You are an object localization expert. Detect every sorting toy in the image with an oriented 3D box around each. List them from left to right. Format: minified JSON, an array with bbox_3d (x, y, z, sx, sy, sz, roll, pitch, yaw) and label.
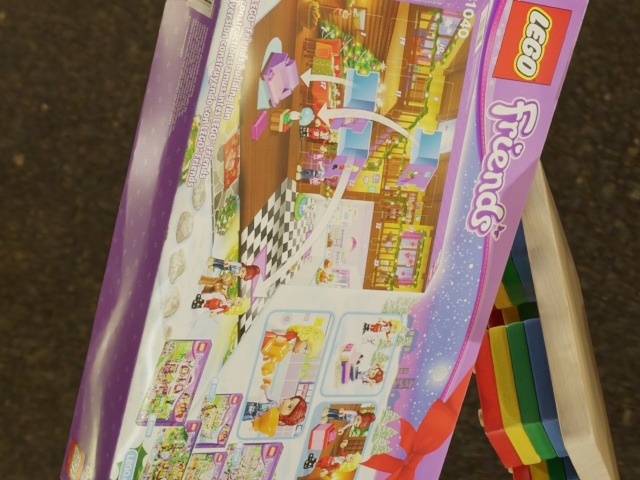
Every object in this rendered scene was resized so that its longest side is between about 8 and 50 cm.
[{"bbox_3d":[0.188,0.102,1.247,0.089,0.255,0.257,-13,60,12],"label":"sorting toy"}]

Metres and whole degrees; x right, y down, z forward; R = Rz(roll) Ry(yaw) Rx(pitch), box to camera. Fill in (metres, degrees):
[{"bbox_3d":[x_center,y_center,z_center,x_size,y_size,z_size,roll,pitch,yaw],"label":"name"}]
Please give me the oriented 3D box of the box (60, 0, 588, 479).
[{"bbox_3d":[0.000,0.000,0.704,0.057,0.201,0.293,38,118,52],"label":"box"}]
